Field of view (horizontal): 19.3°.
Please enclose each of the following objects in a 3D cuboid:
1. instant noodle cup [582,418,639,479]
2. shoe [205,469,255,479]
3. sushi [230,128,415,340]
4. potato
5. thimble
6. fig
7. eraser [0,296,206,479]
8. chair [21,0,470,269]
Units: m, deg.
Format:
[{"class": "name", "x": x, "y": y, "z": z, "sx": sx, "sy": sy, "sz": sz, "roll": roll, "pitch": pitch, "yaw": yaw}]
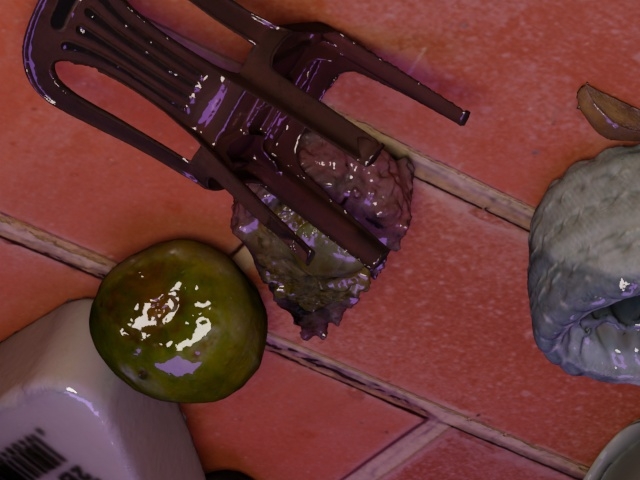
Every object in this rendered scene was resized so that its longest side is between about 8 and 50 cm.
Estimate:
[{"class": "instant noodle cup", "x": 0.409, "y": 0.343, "z": 2.075, "sx": 0.221, "sy": 0.311, "sz": 0.311, "roll": 27, "pitch": 138, "yaw": -11}, {"class": "shoe", "x": -0.111, "y": 0.425, "z": 2.300, "sx": 0.237, "sy": 0.171, "sz": 0.384, "roll": -9, "pitch": 133, "yaw": 22}, {"class": "sushi", "x": -0.017, "y": -0.008, "z": 1.797, "sx": 0.161, "sy": 0.107, "sz": 0.241, "roll": 22, "pitch": 139, "yaw": -16}, {"class": "potato", "x": 0.267, "y": -0.103, "z": 1.699, "sx": 0.093, "sy": 0.036, "sz": 0.037, "roll": 22, "pitch": 135, "yaw": -23}, {"class": "thimble", "x": 0.313, "y": 0.020, "z": 1.751, "sx": 0.250, "sy": 0.172, "sz": 0.205, "roll": -18, "pitch": 141, "yaw": 30}, {"class": "fig", "x": -0.129, "y": 0.101, "z": 1.895, "sx": 0.167, "sy": 0.167, "sz": 0.233, "roll": -12, "pitch": 137, "yaw": 19}, {"class": "eraser", "x": -0.273, "y": 0.203, "z": 2.018, "sx": 0.331, "sy": 0.150, "sz": 0.331, "roll": 8, "pitch": 130, "yaw": 10}, {"class": "chair", "x": -0.071, "y": -0.124, "z": 1.613, "sx": 0.326, "sy": 0.183, "sz": 0.176, "roll": 38, "pitch": 110, "yaw": 17}]
